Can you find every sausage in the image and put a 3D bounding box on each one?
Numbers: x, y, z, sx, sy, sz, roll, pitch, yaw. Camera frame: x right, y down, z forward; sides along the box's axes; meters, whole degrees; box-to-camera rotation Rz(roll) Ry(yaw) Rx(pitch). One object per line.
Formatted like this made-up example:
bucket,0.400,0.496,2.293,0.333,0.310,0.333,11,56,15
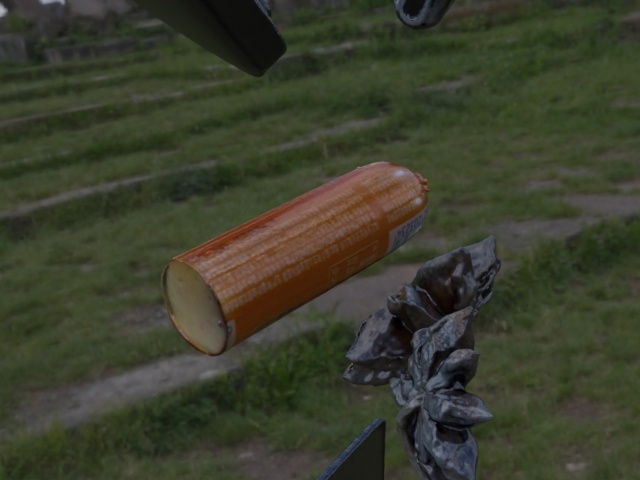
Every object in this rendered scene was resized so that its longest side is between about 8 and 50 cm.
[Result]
sausage,0.000,0.000,0.642,0.234,0.071,0.071,-28,18,-36

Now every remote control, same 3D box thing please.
remote control,0.165,-0.389,1.184,0.090,0.266,0.066,25,48,0

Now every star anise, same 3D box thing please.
star anise,0.166,0.121,1.402,0.332,0.117,0.331,-42,-17,-16
star anise,0.139,0.206,1.066,0.081,0.262,0.230,4,1,-22

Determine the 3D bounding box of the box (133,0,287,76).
box,-0.176,-0.286,0.798,0.073,0.290,0.289,-48,46,-4

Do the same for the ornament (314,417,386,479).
ornament,-0.065,0.232,0.722,0.196,0.153,0.166,2,9,22
